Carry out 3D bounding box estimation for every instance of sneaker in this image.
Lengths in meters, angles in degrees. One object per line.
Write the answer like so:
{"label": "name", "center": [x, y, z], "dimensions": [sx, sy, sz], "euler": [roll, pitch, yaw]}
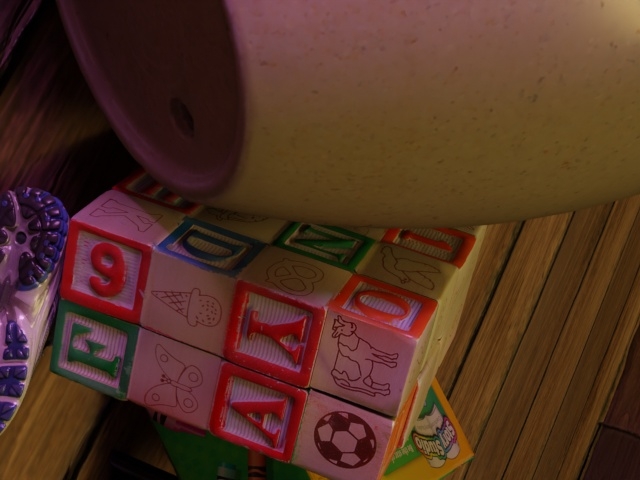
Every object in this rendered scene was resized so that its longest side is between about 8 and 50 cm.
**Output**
{"label": "sneaker", "center": [-0.147, 0.044, 0.649], "dimensions": [0.058, 0.052, 0.135], "euler": [38, 74, -75]}

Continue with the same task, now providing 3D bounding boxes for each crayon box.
{"label": "crayon box", "center": [-0.003, 0.110, 0.888], "dimensions": [0.081, 0.165, 0.278], "euler": [-30, 170, 20]}

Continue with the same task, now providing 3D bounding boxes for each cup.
{"label": "cup", "center": [0.016, -0.136, 0.610], "dimensions": [0.237, 0.331, 0.331], "euler": [-26, 136, -27]}

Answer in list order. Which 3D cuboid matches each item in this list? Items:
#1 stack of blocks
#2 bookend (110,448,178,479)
{"label": "stack of blocks", "center": [0.000, 0.000, 0.740], "dimensions": [0.297, 0.171, 0.087], "euler": [-51, 158, -62]}
{"label": "bookend", "center": [-0.123, 0.243, 0.838], "dimensions": [0.157, 0.072, 0.156], "euler": [-58, 154, -30]}
